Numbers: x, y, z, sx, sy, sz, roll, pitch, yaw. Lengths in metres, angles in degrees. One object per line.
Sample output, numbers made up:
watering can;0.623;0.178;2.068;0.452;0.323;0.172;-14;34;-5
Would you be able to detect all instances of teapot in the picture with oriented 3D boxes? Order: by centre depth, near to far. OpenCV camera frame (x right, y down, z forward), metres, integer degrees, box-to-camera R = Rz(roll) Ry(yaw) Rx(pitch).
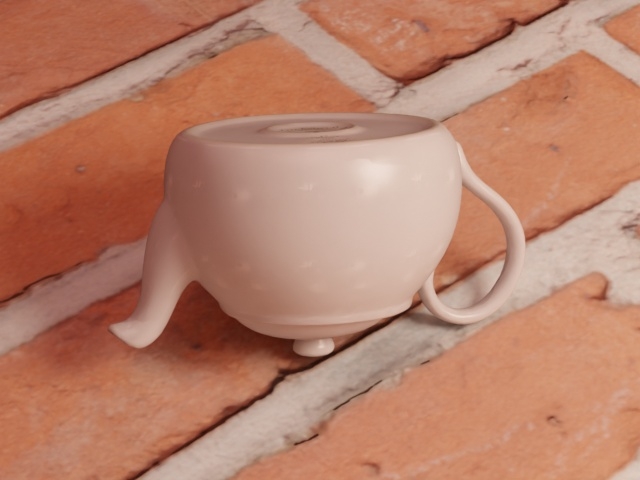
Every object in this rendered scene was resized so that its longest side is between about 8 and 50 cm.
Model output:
teapot;0.000;0.000;1.288;0.256;0.187;0.252;4;13;29
